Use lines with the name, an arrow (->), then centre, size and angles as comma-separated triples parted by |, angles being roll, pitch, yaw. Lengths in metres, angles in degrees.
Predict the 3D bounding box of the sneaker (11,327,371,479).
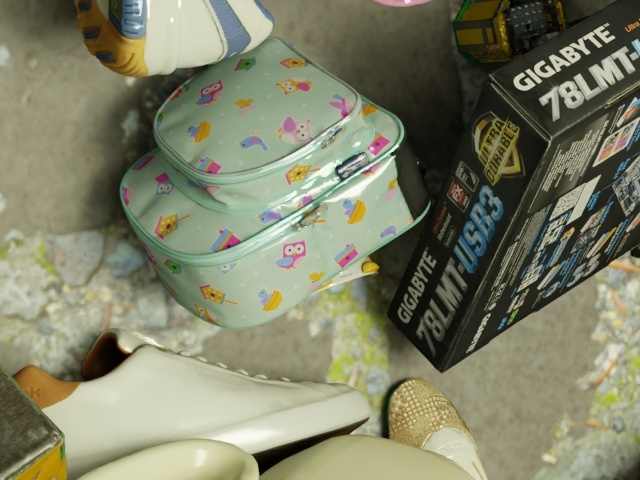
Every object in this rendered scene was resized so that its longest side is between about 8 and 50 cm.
sneaker -> -0.089, 0.109, 1.408 | 0.290, 0.106, 0.123 | -5, 68, -40

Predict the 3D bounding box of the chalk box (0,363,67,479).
chalk box -> -0.312, 0.093, 1.214 | 0.180, 0.179, 0.289 | -39, 77, -19

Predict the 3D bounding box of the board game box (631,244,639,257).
board game box -> 0.365, -0.007, 1.632 | 0.186, 0.126, 0.026 | -11, 101, -28

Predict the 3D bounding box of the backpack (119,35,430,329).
backpack -> -0.042, -0.038, 1.381 | 0.188, 0.166, 0.144 | -41, 136, -9

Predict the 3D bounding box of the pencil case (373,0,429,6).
pencil case -> 0.065, -0.303, 1.357 | 0.124, 0.124, 0.284 | 13, 61, -29

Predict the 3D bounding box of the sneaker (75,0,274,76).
sneaker -> -0.092, -0.258, 1.294 | 0.131, 0.112, 0.296 | -9, 109, -28

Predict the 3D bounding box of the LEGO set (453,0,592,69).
LEGO set -> 0.252, -0.256, 1.517 | 0.331, 0.192, 0.255 | -8, 97, -28

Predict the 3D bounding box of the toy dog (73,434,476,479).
toy dog -> -0.035, 0.347, 1.339 | 0.284, 0.395, 0.408 | 16, 107, 12

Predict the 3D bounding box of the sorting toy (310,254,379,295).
sorting toy -> 0.000, 0.000, 1.490 | 0.083, 0.045, 0.075 | -19, 83, -26

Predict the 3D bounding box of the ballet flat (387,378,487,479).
ballet flat -> 0.111, 0.203, 1.541 | 0.073, 0.067, 0.206 | -27, 105, -23

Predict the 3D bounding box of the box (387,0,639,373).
box -> 0.204, -0.066, 1.450 | 0.293, 0.295, 0.073 | -32, 68, -30
